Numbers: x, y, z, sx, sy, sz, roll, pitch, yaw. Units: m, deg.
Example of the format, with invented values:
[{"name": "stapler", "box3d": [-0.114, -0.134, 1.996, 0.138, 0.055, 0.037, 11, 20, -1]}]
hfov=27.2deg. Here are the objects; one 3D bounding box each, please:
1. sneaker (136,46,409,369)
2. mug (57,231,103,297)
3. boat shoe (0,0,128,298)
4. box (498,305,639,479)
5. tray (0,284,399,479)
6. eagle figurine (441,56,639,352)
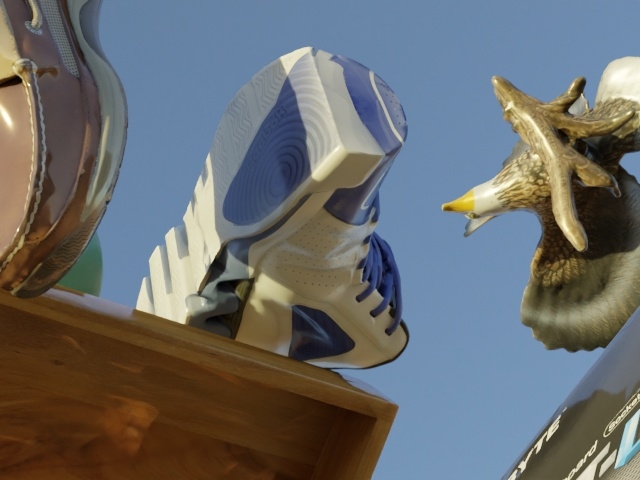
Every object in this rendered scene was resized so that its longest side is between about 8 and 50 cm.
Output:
[{"name": "sneaker", "box3d": [-0.001, 0.001, 0.959, 0.182, 0.127, 0.315, 9, -40, -27]}, {"name": "mug", "box3d": [-0.271, 0.010, 1.161, 0.129, 0.157, 0.097, -12, -5, 40]}, {"name": "boat shoe", "box3d": [-0.199, -0.103, 0.806, 0.116, 0.324, 0.123, 23, -53, -35]}, {"name": "box", "box3d": [0.121, 0.115, 0.457, 0.073, 0.293, 0.295, 33, -65, -3]}, {"name": "tray", "box3d": [-0.167, 0.140, 0.874, 0.411, 0.076, 0.202, 20, -87, -25]}, {"name": "eagle figurine", "box3d": [0.230, -0.046, 1.306, 0.225, 0.226, 0.298, 15, -19, 22]}]
